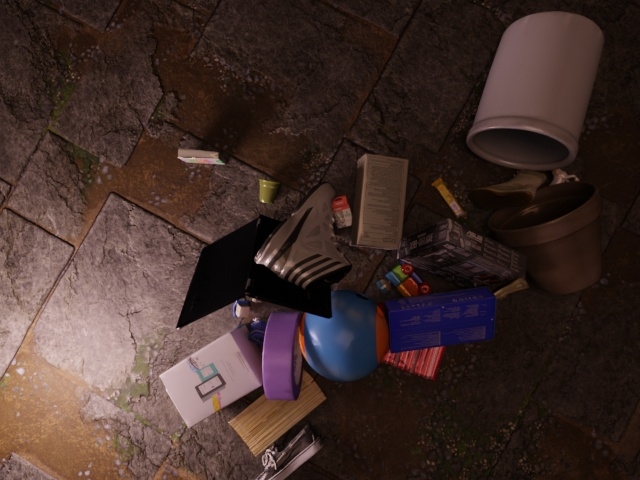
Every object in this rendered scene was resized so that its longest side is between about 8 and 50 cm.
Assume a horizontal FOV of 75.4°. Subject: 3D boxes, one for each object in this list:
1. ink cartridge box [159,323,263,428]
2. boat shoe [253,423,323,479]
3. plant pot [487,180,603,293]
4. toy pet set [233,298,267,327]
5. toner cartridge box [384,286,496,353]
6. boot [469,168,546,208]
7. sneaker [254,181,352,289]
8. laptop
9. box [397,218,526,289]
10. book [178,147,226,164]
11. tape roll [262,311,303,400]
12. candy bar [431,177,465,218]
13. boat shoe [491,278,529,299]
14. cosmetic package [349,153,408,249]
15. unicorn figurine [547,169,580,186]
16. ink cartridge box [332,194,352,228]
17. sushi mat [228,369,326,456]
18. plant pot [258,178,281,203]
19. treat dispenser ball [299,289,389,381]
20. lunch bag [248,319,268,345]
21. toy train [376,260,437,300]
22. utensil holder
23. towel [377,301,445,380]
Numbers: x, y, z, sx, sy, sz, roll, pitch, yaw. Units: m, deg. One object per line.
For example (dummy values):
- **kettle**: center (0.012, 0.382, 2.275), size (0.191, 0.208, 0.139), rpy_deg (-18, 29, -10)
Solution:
- **ink cartridge box**: center (-0.342, 0.442, 1.385), size (0.270, 0.198, 0.197), rpy_deg (-31, 86, 1)
- **boat shoe**: center (-0.140, 0.745, 1.401), size (0.306, 0.113, 0.105), rpy_deg (-37, 79, -3)
- **plant pot**: center (0.747, 0.007, 1.330), size (0.323, 0.323, 0.280), rpy_deg (-28, 102, 1)
- **toy pet set**: center (-0.249, 0.254, 1.472), size (0.114, 0.065, 0.122), rpy_deg (7, 97, -28)
- **toner cartridge box**: center (0.390, 0.261, 1.360), size (0.348, 0.075, 0.165), rpy_deg (-7, 113, -2)
- **boot**: center (0.644, -0.181, 1.428), size (0.165, 0.213, 0.077), rpy_deg (-42, 121, -34)
- **sneaker**: center (-0.001, 0.001, 1.332), size (0.257, 0.447, 0.169), rpy_deg (38, 133, -2)
- **laptop**: center (-0.198, 0.124, 1.352), size (0.408, 0.382, 0.236), rpy_deg (18, 126, -15)
- **box**: center (0.435, 0.054, 1.299), size (0.308, 0.242, 0.076), rpy_deg (22, 67, -17)
- **book**: center (-0.422, -0.297, 1.484), size (0.144, 0.096, 0.035), rpy_deg (3, 86, 4)
- **tape roll**: center (-0.114, 0.370, 1.338), size (0.090, 0.275, 0.274), rpy_deg (0, 87, 6)
- **candy bar**: center (0.456, -0.148, 1.472), size (0.040, 0.018, 0.161), rpy_deg (-35, 86, 4)
- **boat shoe**: center (0.643, 0.177, 1.427), size (0.153, 0.056, 0.048), rpy_deg (-28, 81, -7)
- **cosmetic package**: center (0.200, -0.128, 1.423), size (0.160, 0.113, 0.309), rpy_deg (7, 88, -9)
- **unicorn figurine**: center (0.830, -0.206, 1.437), size (0.111, 0.060, 0.161), rpy_deg (28, 88, 3)
- **ink cartridge box**: center (0.076, -0.102, 1.482), size (0.063, 0.029, 0.115), rpy_deg (-14, 87, 1)
- **sushi mat**: center (-0.145, 0.588, 1.437), size (0.317, 0.019, 0.151), rpy_deg (-37, 84, -7)
- **plant pot**: center (-0.187, -0.175, 1.480), size (0.083, 0.083, 0.079), rpy_deg (12, 99, 3)
- **treat dispenser ball**: center (0.074, 0.302, 1.328), size (0.288, 0.288, 0.288), rpy_deg (0, 87, 3)
- **lunch bag**: center (-0.196, 0.327, 1.426), size (0.098, 0.067, 0.065), rpy_deg (31, 45, -28)
- **toy train**: center (0.317, 0.194, 1.422), size (0.143, 0.105, 0.248), rpy_deg (-40, 86, 10)
- **utensil holder**: center (0.690, -0.464, 1.331), size (0.328, 0.327, 0.385), rpy_deg (19, 86, 4)
- **towel**: center (0.298, 0.351, 1.444), size (0.275, 0.031, 0.198), rpy_deg (19, 88, 4)
